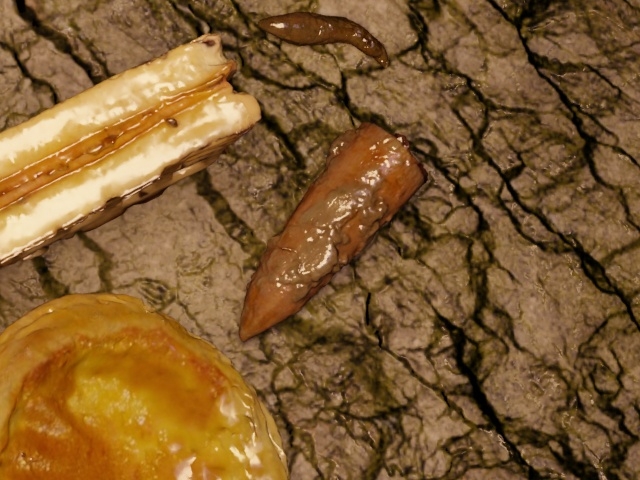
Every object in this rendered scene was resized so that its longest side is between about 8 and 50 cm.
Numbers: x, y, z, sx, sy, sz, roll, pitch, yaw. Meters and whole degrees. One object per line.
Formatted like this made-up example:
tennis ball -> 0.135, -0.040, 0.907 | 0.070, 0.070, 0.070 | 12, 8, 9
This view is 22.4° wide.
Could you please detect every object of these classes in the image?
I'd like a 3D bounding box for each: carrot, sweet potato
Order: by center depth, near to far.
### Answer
carrot -> 0.000, 0.000, 1.657 | 0.102, 0.102, 0.263 | 41, 82, -5
sweet potato -> 0.006, -0.220, 1.711 | 0.153, 0.038, 0.041 | 11, 101, -20

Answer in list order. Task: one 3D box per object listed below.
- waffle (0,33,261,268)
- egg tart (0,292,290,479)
waffle -> -0.250, -0.054, 1.507 | 0.376, 0.261, 0.114 | -28, 94, -16
egg tart -> -0.198, 0.244, 1.488 | 0.388, 0.169, 0.388 | 17, 63, -37
